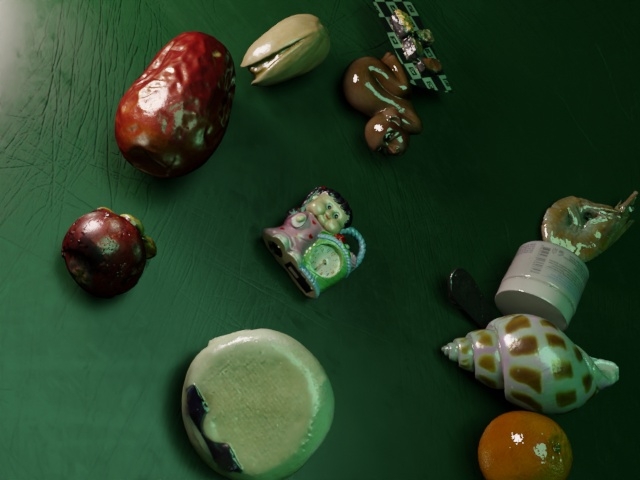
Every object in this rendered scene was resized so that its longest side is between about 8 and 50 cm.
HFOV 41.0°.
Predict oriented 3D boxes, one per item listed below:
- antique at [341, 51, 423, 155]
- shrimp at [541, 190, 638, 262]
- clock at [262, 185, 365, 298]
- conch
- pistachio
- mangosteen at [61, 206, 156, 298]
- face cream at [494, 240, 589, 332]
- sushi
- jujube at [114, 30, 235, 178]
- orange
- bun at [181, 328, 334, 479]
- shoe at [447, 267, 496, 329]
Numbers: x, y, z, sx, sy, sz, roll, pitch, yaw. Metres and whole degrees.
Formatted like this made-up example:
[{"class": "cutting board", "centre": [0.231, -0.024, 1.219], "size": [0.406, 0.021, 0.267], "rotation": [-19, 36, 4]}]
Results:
[{"class": "antique", "centre": [0.137, -0.308, 1.963], "size": [0.143, 0.121, 0.256], "rotation": [-12, 79, -26]}, {"class": "shrimp", "centre": [0.678, -0.054, 2.151], "size": [0.317, 0.077, 0.168], "rotation": [-32, 87, -25]}, {"class": "clock", "centre": [0.000, 0.000, 1.828], "size": [0.195, 0.100, 0.194], "rotation": [-42, 97, -25]}, {"class": "conch", "centre": [0.467, 0.271, 1.902], "size": [0.368, 0.249, 0.197], "rotation": [32, 93, 5]}, {"class": "pistachio", "centre": [-0.073, -0.418, 1.896], "size": [0.226, 0.136, 0.135], "rotation": [-34, 90, -18]}, {"class": "mangosteen", "centre": [-0.399, 0.015, 1.622], "size": [0.166, 0.166, 0.180], "rotation": [44, 36, -6]}, {"class": "face cream", "centre": [0.511, 0.108, 1.971], "size": [0.177, 0.177, 0.153], "rotation": [37, 63, -10]}, {"class": "sushi", "centre": [0.228, -0.485, 2.030], "size": [0.193, 0.043, 0.279], "rotation": [1, 63, -47]}, {"class": "jujube", "centre": [-0.284, -0.273, 1.720], "size": [0.223, 0.223, 0.318], "rotation": [27, 57, -15]}, {"class": "orange", "centre": [0.437, 0.459, 1.826], "size": [0.206, 0.206, 0.206], "rotation": [7, 73, -22]}, {"class": "bun", "centre": [-0.115, 0.312, 1.640], "size": [0.293, 0.187, 0.293], "rotation": [0, 84, 3]}, {"class": "shoe", "centre": [0.334, 0.137, 1.964], "size": [0.071, 0.049, 0.179], "rotation": [-51, 117, -21]}]
